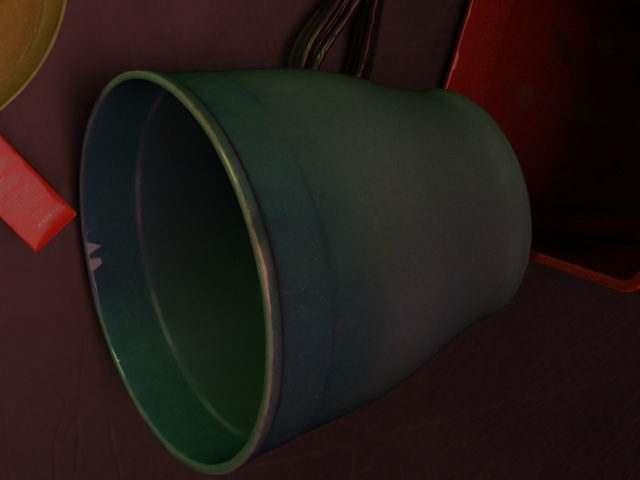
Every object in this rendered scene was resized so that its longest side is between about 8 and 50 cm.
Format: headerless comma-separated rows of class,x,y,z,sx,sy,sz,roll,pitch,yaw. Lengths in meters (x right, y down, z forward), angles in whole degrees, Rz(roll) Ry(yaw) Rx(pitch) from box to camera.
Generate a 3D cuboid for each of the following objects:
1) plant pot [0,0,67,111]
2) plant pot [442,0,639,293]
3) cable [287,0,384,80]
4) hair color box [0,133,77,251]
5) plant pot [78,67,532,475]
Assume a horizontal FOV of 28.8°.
plant pot,-0.281,-0.164,0.818,0.236,0.032,0.236,0,76,-2
plant pot,0.269,-0.095,0.974,0.235,0.267,0.267,14,94,-34
cable,0.034,-0.239,0.973,0.139,0.072,0.287,-6,115,-37
hair color box,-0.240,-0.059,0.877,0.043,0.072,0.141,-46,112,-9
plant pot,0.000,0.000,0.889,0.255,0.271,0.272,-13,104,-32
